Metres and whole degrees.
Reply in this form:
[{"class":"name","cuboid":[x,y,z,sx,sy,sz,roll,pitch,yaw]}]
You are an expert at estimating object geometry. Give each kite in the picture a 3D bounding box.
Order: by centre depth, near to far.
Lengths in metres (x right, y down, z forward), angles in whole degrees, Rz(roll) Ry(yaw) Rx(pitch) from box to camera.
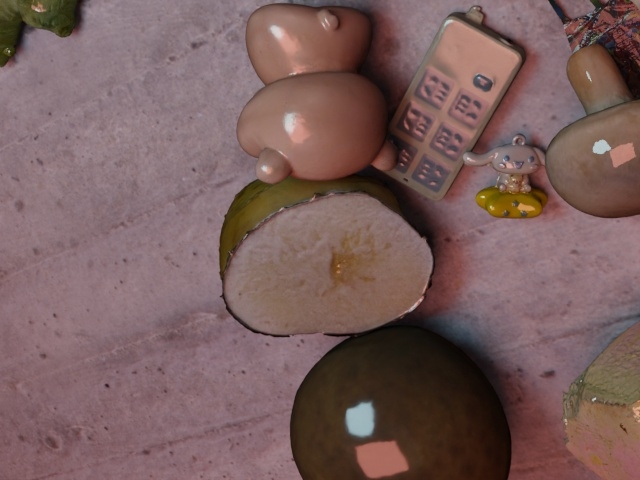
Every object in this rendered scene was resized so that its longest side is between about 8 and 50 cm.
[{"class":"kite","cuboid":[0.346,-0.297,1.253,0.152,0.015,0.285,-32,102,29]}]

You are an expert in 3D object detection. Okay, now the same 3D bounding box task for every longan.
[{"class":"longan","cuboid":[0.116,0.273,1.440,0.318,0.319,0.319,9,115,20]}]

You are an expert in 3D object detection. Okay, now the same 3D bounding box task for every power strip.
[{"class":"power strip","cuboid":[0.172,-0.180,1.362,0.118,0.046,0.270,32,120,8]}]

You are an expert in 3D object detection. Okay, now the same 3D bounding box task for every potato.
[{"class":"potato","cuboid":[0.000,0.000,1.445,0.299,0.196,0.247,-2,120,-8]}]

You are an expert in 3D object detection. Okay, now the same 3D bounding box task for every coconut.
[{"class":"coconut","cuboid":[0.451,0.208,1.306,0.233,0.245,0.233,37,146,31]}]

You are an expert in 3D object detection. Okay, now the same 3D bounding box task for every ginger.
[{"class":"ginger","cuboid":[-0.447,-0.360,1.527,0.290,0.089,0.137,-18,123,25]}]

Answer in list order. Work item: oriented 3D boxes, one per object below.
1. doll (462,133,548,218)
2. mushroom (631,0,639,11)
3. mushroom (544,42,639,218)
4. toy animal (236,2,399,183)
[{"class":"doll","cuboid":[0.269,-0.088,1.353,0.135,0.071,0.113,-19,107,9]},{"class":"mushroom","cuboid":[0.489,-0.223,1.145,0.407,0.154,0.137,56,150,-6]},{"class":"mushroom","cuboid":[0.367,-0.136,1.226,0.207,0.207,0.215,-28,72,30]},{"class":"toy animal","cuboid":[-0.005,-0.204,1.335,0.210,0.229,0.221,-4,122,-23]}]
